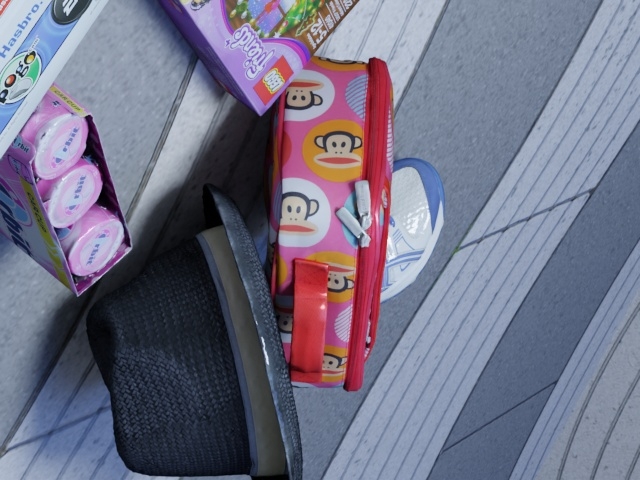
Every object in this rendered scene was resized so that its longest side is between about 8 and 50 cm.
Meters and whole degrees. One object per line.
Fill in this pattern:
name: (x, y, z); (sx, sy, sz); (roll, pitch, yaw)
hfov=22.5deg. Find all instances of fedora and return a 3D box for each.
fedora: (-0.122, 0.116, 1.445); (0.152, 0.334, 0.334); (-14, 145, -10)

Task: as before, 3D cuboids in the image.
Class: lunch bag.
lunch bag: (0.000, 0.000, 1.468); (0.293, 0.120, 0.258); (95, -1, -51)

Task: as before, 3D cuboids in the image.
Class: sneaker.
sneaker: (0.022, 0.024, 1.698); (0.296, 0.112, 0.131); (-51, 156, -7)

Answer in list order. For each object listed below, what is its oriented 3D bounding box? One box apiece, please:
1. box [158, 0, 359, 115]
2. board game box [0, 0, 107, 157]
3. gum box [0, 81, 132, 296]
box: (-0.042, -0.244, 1.275); (0.201, 0.057, 0.293); (-50, 156, -6)
board game box: (-0.275, -0.091, 0.825); (0.308, 0.086, 0.302); (-55, 156, 2)
gum box: (-0.208, -0.055, 1.169); (0.062, 0.107, 0.188); (-43, 154, -21)
